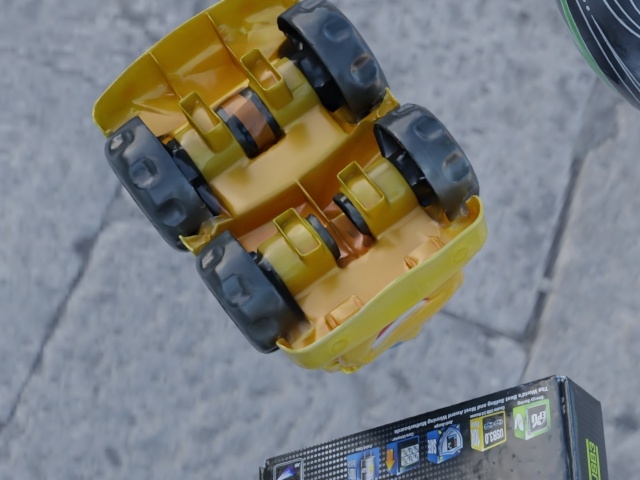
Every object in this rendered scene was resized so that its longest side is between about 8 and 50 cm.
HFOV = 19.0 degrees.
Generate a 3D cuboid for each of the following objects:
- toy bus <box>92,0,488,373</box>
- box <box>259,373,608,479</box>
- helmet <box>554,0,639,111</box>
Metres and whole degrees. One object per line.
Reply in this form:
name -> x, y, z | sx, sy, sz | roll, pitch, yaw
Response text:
toy bus -> 0.000, 0.000, 1.063 | 0.149, 0.211, 0.220 | -35, 54, -7
box -> 0.056, 0.178, 0.949 | 0.190, 0.045, 0.184 | -19, 53, 29
helmet -> 0.183, -0.135, 0.889 | 0.169, 0.169, 0.161 | 4, 49, -8
